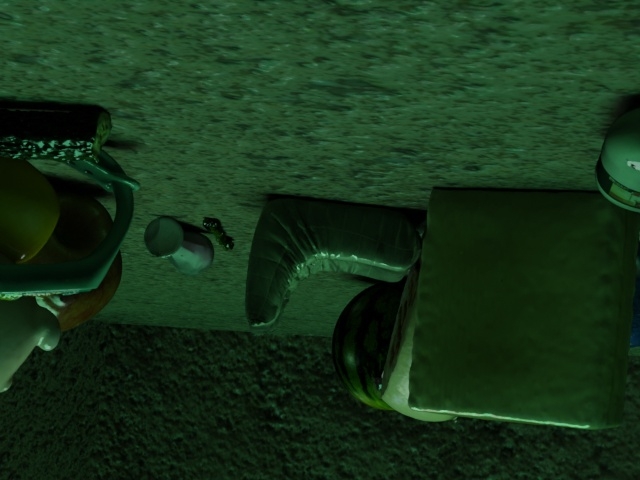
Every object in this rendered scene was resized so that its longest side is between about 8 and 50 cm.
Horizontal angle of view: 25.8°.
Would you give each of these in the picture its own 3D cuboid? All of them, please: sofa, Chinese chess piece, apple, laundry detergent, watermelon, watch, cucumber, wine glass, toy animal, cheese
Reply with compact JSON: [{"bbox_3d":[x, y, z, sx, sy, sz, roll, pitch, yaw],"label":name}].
[{"bbox_3d":[0.014,0.048,1.895,0.225,0.176,0.210,7,172,-3],"label":"sofa"},{"bbox_3d":[0.164,0.107,1.864,0.112,0.270,0.270,15,172,0],"label":"Chinese chess piece"},{"bbox_3d":[-0.377,0.025,1.937,0.211,0.211,0.188,12,148,-36],"label":"apple"},{"bbox_3d":[0.293,-0.076,1.206,0.099,0.070,0.225,13,172,9],"label":"laundry detergent"},{"bbox_3d":[0.147,0.196,2.589,0.269,0.269,0.269,6,172,1],"label":"watermelon"},{"bbox_3d":[-0.318,-0.031,1.565,0.237,0.195,0.068,-1,174,-25],"label":"watch"},{"bbox_3d":[-0.312,-0.112,1.451,0.187,0.058,0.058,4,172,13],"label":"cucumber"},{"bbox_3d":[-0.219,0.010,2.181,0.073,0.073,0.155,5,172,12],"label":"wine glass"},{"bbox_3d":[-0.457,0.025,1.680,0.277,0.345,0.247,-29,-177,-36],"label":"toy animal"},{"bbox_3d":[0.235,0.080,1.635,0.242,0.265,0.124,2,171,29],"label":"cheese"}]

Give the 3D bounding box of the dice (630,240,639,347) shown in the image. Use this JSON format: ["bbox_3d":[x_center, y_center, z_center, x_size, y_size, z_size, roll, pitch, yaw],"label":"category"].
[{"bbox_3d":[0.365,0.065,1.859,0.146,0.146,0.143,6,174,3],"label":"dice"}]

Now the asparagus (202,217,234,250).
[{"bbox_3d":[-0.158,-0.007,2.198,0.022,0.023,0.233,50,177,9],"label":"asparagus"}]
